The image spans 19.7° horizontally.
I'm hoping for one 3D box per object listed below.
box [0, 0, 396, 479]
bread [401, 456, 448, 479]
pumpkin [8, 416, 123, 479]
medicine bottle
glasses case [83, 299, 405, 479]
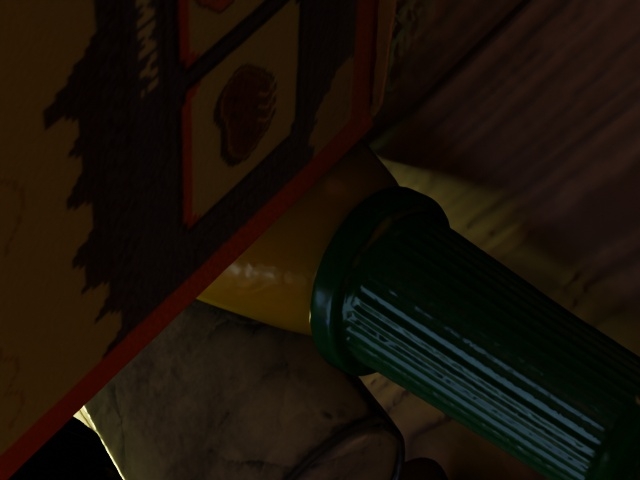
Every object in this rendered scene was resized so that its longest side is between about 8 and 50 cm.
[{"bbox_3d":[-0.174,-0.157,0.589,0.348,0.257,0.318,30,146,23],"label":"box"},{"bbox_3d":[0.032,0.162,0.819,0.086,0.125,0.156,34,-176,27],"label":"bread"},{"bbox_3d":[-0.204,0.260,1.232,0.323,0.241,0.323,59,171,16],"label":"pumpkin"},{"bbox_3d":[0.000,0.000,0.716,0.309,0.111,0.076,34,143,25],"label":"medicine bottle"},{"bbox_3d":[-0.068,0.028,0.817,0.114,0.060,0.299,-56,44,17],"label":"glasses case"}]
